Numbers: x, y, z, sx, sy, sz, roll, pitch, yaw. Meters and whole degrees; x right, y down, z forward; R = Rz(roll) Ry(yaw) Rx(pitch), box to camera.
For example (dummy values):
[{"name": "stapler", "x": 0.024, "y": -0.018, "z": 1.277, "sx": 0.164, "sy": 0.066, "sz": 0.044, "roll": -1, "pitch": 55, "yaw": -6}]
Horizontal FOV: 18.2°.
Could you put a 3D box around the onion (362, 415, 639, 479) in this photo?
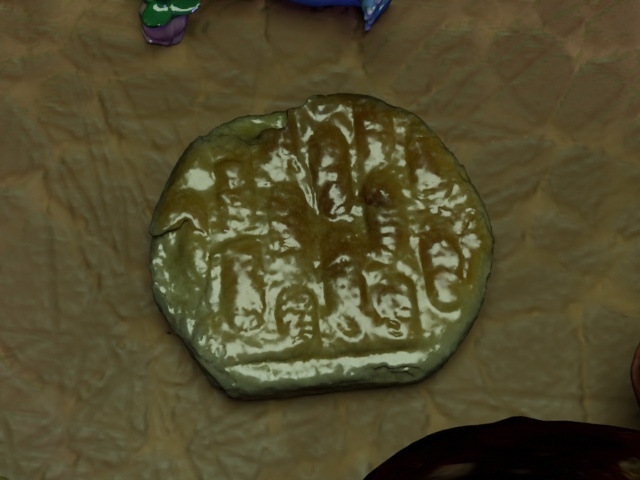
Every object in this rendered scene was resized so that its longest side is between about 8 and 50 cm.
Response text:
[{"name": "onion", "x": 0.114, "y": 0.274, "z": 0.914, "sx": 0.347, "sy": 0.348, "sz": 0.385, "roll": 25, "pitch": 114, "yaw": 7}]

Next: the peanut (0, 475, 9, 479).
[{"name": "peanut", "x": -0.224, "y": 0.196, "z": 1.008, "sx": 0.233, "sy": 0.110, "sz": 0.197, "roll": 10, "pitch": 65, "yaw": 1}]

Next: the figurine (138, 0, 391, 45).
[{"name": "figurine", "x": -0.046, "y": -0.174, "z": 1.162, "sx": 0.178, "sy": 0.114, "sz": 0.144, "roll": 35, "pitch": 73, "yaw": 1}]

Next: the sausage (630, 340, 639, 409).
[{"name": "sausage", "x": 0.279, "y": 0.121, "z": 1.044, "sx": 0.254, "sy": 0.148, "sz": 0.148, "roll": 39, "pitch": 73, "yaw": 16}]

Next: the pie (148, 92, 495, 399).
[{"name": "pie", "x": 0.000, "y": 0.000, "z": 1.126, "sx": 0.195, "sy": 0.046, "sz": 0.195, "roll": 1, "pitch": 71, "yaw": -3}]
